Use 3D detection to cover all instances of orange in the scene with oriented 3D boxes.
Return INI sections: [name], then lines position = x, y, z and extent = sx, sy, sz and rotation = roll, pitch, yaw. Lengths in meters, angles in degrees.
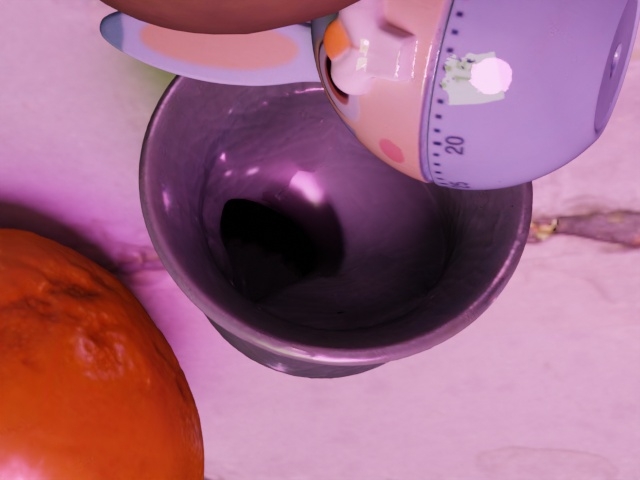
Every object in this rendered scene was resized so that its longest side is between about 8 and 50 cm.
[orange]
position = -0.195, 0.126, 1.134
extent = 0.261, 0.261, 0.261
rotation = 3, 135, 3

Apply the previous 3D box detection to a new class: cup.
[cup]
position = 0.000, 0.000, 1.047
extent = 0.199, 0.199, 0.150
rotation = 9, 153, -3

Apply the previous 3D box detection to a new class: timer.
[timer]
position = 0.025, -0.110, 0.922
extent = 0.255, 0.175, 0.175
rotation = 8, 135, -7

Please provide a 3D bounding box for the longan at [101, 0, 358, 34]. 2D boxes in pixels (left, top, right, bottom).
[longan]
position = -0.020, -0.211, 0.771
extent = 0.258, 0.258, 0.258
rotation = 3, 135, 3
